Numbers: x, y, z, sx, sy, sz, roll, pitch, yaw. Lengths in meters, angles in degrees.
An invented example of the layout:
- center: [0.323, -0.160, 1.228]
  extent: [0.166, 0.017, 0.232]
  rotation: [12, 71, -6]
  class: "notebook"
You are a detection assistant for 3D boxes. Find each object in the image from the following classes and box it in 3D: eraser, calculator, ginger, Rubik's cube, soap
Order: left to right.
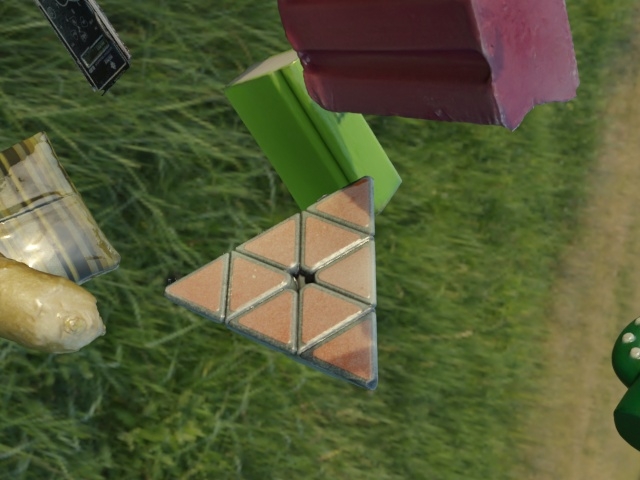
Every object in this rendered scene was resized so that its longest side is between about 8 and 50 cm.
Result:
- center: [-0.328, 0.021, 0.740]
  extent: [0.148, 0.334, 0.081]
  rotation: [-138, -116, -75]
  class: "ginger"
- center: [-0.471, -0.422, 1.874]
  extent: [0.028, 0.166, 0.274]
  rotation: [-38, 97, -40]
  class: "calculator"
- center: [-0.014, 0.083, 1.249]
  extent: [0.228, 0.229, 0.233]
  rotation: [-28, 88, -53]
  class: "Rubik's cube"
- center: [-0.010, -0.161, 1.523]
  extent: [0.092, 0.210, 0.274]
  rotation: [-44, 111, -27]
  class: "eraser"
- center: [0.094, -0.256, 1.077]
  extent: [0.128, 0.359, 0.233]
  rotation: [-29, 114, -26]
  class: "soap"

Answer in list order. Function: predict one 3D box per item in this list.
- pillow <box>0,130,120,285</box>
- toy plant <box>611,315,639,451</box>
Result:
- center: [-0.379, -0.009, 1.160]
  extent: [0.212, 0.208, 0.052]
  rotation: [-29, 165, -20]
  class: "pillow"
- center: [0.454, 0.159, 1.136]
  extent: [0.243, 0.233, 0.112]
  rotation: [-54, 137, -44]
  class: "toy plant"
